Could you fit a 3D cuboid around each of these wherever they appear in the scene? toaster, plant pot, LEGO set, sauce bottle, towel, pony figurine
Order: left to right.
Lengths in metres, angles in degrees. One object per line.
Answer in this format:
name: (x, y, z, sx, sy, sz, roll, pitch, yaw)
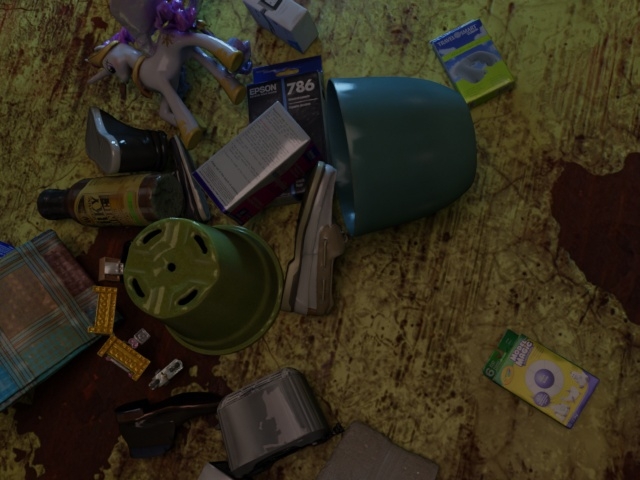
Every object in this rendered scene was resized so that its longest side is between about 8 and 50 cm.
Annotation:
towel: (-0.629, 0.171, 1.389, 0.370, 0.040, 0.271, -38, 83, -25)
sauce bottle: (-0.453, -0.081, 1.455, 0.344, 0.111, 0.111, -2, 76, 28)
LEGO set: (-0.404, 0.181, 1.393, 0.132, 0.107, 0.287, -31, 85, -23)
pony figurine: (-0.315, -0.413, 1.446, 0.363, 0.303, 0.351, 36, 105, 18)
plant pot: (-0.235, 0.074, 1.309, 0.276, 0.254, 0.276, -3, 77, 12)
toaster: (-0.084, 0.334, 1.279, 0.227, 0.129, 0.146, -27, 70, 6)
towel: (0.068, 0.461, 1.191, 0.187, 0.049, 0.282, 26, 53, 16)
plant pot: (0.150, -0.169, 1.270, 0.235, 0.293, 0.293, -9, 75, -3)

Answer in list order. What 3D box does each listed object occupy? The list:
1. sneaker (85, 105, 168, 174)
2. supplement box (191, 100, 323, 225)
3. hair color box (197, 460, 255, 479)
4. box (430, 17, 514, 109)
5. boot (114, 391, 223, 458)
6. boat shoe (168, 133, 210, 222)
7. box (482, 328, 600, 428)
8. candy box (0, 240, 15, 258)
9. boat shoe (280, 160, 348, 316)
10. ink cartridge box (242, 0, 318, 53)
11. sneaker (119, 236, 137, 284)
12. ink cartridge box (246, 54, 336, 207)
sneaker: (-0.422, -0.216, 1.501, 0.296, 0.147, 0.104, 42, 126, 50)
supplement box: (-0.120, -0.148, 1.346, 0.220, 0.111, 0.114, -41, 72, 3)
hair color box: (-0.093, 0.563, 1.237, 0.347, 0.105, 0.174, 28, 82, 17)
box: (0.306, -0.366, 1.398, 0.109, 0.042, 0.178, -26, 73, 6)
boot: (-0.291, 0.366, 1.362, 0.219, 0.082, 0.106, -8, 97, 7)
boat shoe: (-0.297, -0.128, 1.466, 0.065, 0.075, 0.206, -21, 77, 5)
box: (0.392, 0.244, 1.234, 0.179, 0.043, 0.105, 31, 85, 19)
candy box: (-0.785, 0.183, 1.482, 0.268, 0.122, 0.317, -18, 72, 7)
boat shoe: (0.000, 0.000, 1.339, 0.103, 0.113, 0.302, 12, 101, -5)
ink cartridge box: (-0.099, -0.493, 1.490, 0.180, 0.104, 0.060, 38, 89, 19)
sneaker: (-0.365, 0.015, 1.445, 0.067, 0.078, 0.188, 39, 86, 19)
ink cartridge box: (-0.066, -0.242, 1.446, 0.165, 0.065, 0.332, -10, 74, 12)
